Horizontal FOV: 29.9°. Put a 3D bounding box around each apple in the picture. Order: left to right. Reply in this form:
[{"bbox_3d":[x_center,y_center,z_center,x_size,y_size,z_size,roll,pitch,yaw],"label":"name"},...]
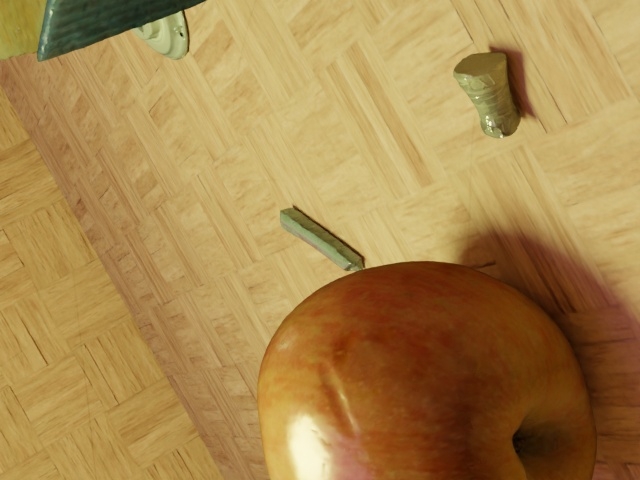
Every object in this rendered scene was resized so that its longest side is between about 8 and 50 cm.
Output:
[{"bbox_3d":[0.129,0.218,1.399,0.346,0.391,0.391,-6,115,40],"label":"apple"}]

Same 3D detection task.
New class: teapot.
[{"bbox_3d":[0.176,-0.151,1.240,0.067,0.057,0.083,-78,-33,-61],"label":"teapot"}]

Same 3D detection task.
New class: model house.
[{"bbox_3d":[-0.314,-0.473,1.624,0.342,0.334,0.382,3,116,54],"label":"model house"}]

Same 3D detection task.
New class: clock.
[{"bbox_3d":[-0.303,-0.405,2.013,0.236,0.053,0.236,49,156,30],"label":"clock"}]

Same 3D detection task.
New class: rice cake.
[{"bbox_3d":[0.000,0.000,1.877,0.207,0.033,0.033,35,139,47],"label":"rice cake"}]
